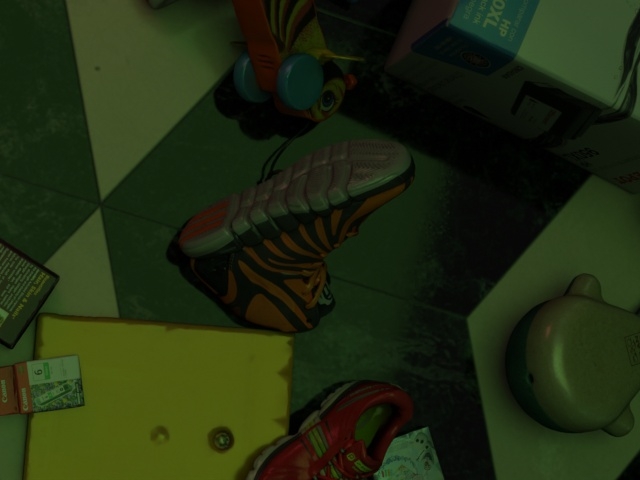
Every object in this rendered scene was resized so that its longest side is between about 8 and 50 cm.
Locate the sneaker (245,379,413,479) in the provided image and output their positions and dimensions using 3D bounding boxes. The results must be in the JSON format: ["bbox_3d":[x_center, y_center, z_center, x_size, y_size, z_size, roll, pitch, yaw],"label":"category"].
[{"bbox_3d":[0.011,0.269,1.849,0.279,0.118,0.107,-49,116,-28],"label":"sneaker"}]

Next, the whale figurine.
[{"bbox_3d":[0.353,0.152,1.988,0.272,0.141,0.216,-14,88,-39],"label":"whale figurine"}]

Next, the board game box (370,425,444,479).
[{"bbox_3d":[0.109,0.295,1.956,0.090,0.020,0.090,-17,88,-14],"label":"board game box"}]

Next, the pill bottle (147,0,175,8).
[{"bbox_3d":[-0.214,-0.375,1.909,0.086,0.086,0.152,-32,92,-14],"label":"pill bottle"}]

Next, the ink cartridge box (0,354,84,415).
[{"bbox_3d":[-0.342,0.174,1.813,0.115,0.029,0.063,-7,86,-12],"label":"ink cartridge box"}]

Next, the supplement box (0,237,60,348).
[{"bbox_3d":[-0.420,0.038,1.824,0.188,0.081,0.104,34,78,-8],"label":"supplement box"}]

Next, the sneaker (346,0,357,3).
[{"bbox_3d":[0.069,-0.365,1.999,0.135,0.052,0.058,-45,105,-6],"label":"sneaker"}]

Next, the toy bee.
[{"bbox_3d":[-0.032,-0.213,1.918,0.195,0.298,0.162,33,44,25],"label":"toy bee"}]

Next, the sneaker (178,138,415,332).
[{"bbox_3d":[0.000,0.000,1.862,0.321,0.125,0.180,-21,118,26],"label":"sneaker"}]

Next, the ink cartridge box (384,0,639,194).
[{"bbox_3d":[0.316,-0.224,1.916,0.394,0.285,0.166,25,80,-10],"label":"ink cartridge box"}]

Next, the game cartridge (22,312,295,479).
[{"bbox_3d":[-0.200,0.241,1.877,0.323,0.052,0.285,6,84,-10],"label":"game cartridge"}]
